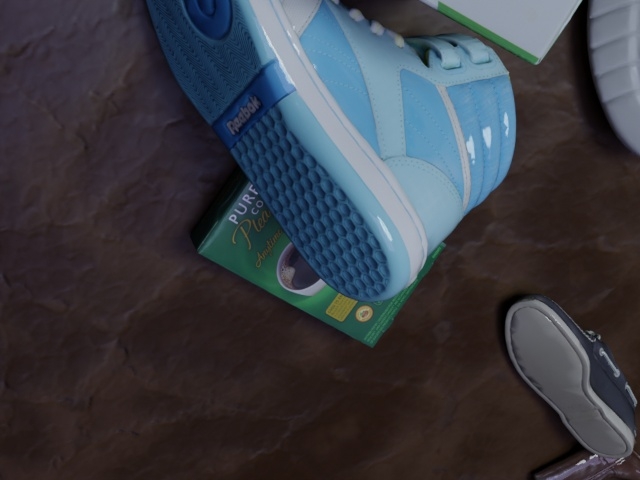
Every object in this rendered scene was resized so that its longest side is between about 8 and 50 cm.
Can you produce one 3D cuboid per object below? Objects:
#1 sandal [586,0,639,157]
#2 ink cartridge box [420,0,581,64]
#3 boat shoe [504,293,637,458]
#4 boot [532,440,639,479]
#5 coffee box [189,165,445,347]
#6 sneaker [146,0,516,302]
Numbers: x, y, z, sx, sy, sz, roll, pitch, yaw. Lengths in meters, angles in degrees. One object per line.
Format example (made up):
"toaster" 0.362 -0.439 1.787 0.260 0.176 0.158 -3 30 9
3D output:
"sandal" 0.297 -0.256 0.740 0.102 0.169 0.417 -37 128 -46
"ink cartridge box" 0.063 -0.207 0.634 0.153 0.208 0.087 22 108 -24
"boat shoe" 0.240 0.117 0.929 0.206 0.075 0.065 53 48 -23
"boot" 0.279 0.249 0.999 0.114 0.037 0.106 -36 105 -4
"coffee box" 0.000 0.000 0.799 0.184 0.040 0.113 29 101 -26
"sneaker" 0.019 -0.135 0.715 0.208 0.127 0.319 -35 98 -33
